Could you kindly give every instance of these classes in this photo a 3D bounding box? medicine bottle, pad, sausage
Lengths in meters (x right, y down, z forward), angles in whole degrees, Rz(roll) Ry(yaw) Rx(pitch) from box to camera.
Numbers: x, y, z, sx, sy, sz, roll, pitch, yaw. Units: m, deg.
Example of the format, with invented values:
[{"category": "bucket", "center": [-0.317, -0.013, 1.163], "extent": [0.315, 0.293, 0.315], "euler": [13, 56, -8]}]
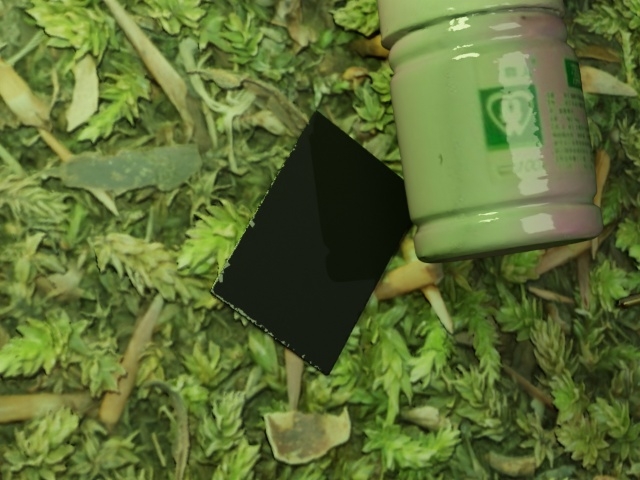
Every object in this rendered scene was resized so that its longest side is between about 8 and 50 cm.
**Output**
[{"category": "medicine bottle", "center": [0.183, -0.147, 1.440], "extent": [0.212, 0.212, 0.326], "euler": [-6, 84, -28]}, {"category": "pad", "center": [0.000, 0.000, 1.436], "extent": [0.170, 0.006, 0.246], "euler": [37, 68, -20]}, {"category": "sausage", "center": [0.407, 0.070, 1.634], "extent": [0.100, 0.015, 0.015], "euler": [-13, 89, -28]}]
